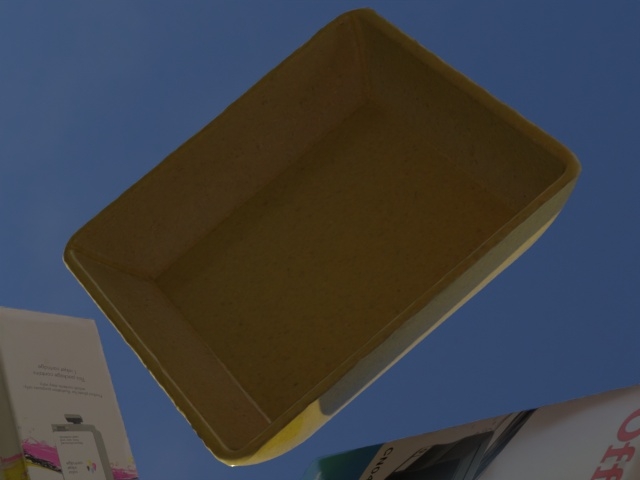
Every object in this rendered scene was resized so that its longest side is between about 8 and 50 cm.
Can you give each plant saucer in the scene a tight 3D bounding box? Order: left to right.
[{"bbox_3d":[0.000,0.000,1.309,0.333,0.081,0.333,-40,-139,-6],"label":"plant saucer"}]

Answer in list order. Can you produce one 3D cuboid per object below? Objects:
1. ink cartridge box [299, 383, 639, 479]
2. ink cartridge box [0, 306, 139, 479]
[{"bbox_3d":[0.090,0.257,1.012,0.395,0.166,0.285,-22,-154,52],"label":"ink cartridge box"},{"bbox_3d":[-0.137,0.144,0.785,0.115,0.067,0.198,-44,-130,33],"label":"ink cartridge box"}]
